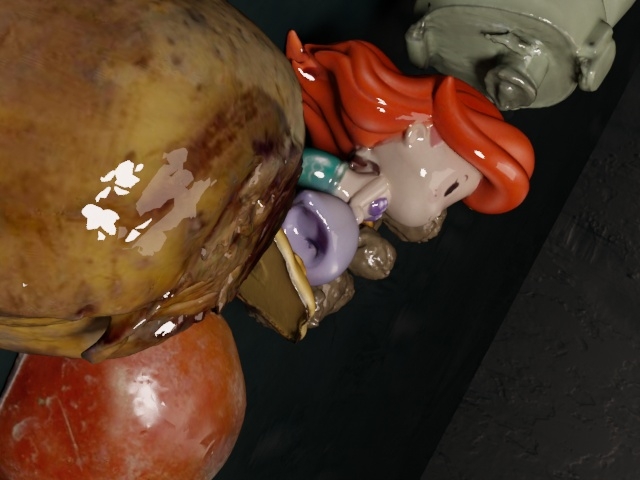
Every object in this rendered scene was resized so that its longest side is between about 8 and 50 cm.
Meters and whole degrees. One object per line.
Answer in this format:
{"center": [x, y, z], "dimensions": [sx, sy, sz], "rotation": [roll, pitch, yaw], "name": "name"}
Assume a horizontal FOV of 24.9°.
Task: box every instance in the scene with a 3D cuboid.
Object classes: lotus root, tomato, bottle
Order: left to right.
{"center": [-0.119, -0.041, 0.803], "dimensions": [0.272, 0.192, 0.272], "rotation": [23, 90, -81], "name": "lotus root"}
{"center": [-0.139, 0.125, 1.105], "dimensions": [0.181, 0.155, 0.214], "rotation": [-11, 128, -63], "name": "tomato"}
{"center": [0.194, -0.262, 1.323], "dimensions": [0.351, 0.229, 0.229], "rotation": [-60, 164, -29], "name": "bottle"}

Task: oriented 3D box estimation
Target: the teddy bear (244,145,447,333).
{"center": [0.000, 0.000, 1.345], "dimensions": [0.140, 0.177, 0.190], "rotation": [34, 81, -27], "name": "teddy bear"}

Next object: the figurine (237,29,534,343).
{"center": [0.031, -0.063, 1.202], "dimensions": [0.257, 0.208, 0.181], "rotation": [-35, 135, -22], "name": "figurine"}
